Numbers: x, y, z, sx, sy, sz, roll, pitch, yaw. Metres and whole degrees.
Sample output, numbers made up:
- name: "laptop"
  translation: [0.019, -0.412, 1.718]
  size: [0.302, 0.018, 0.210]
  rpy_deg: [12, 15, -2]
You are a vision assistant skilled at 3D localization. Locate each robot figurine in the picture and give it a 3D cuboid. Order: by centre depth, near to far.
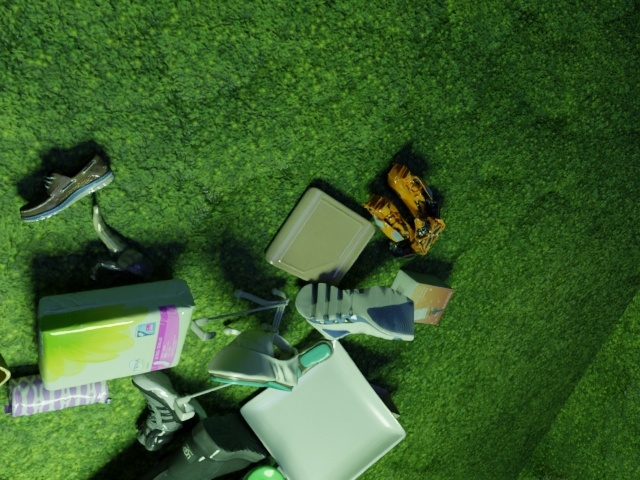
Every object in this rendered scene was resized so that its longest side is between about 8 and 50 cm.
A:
- name: "robot figurine"
  translation: [0.240, -0.066, 1.523]
  size: [0.211, 0.085, 0.291]
  rpy_deg: [-54, 133, -7]

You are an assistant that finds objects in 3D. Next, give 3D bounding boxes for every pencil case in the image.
- name: "pencil case"
  translation: [-0.570, 0.329, 1.229]
  size: [0.206, 0.086, 0.088]
  rpy_deg: [2, 143, -33]

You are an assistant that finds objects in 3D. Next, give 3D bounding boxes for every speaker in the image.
- name: "speaker"
  translation: [-0.177, 0.712, 1.588]
  size: [0.131, 0.131, 0.296]
  rpy_deg: [-19, 159, -24]

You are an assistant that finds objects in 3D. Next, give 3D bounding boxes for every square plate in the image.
- name: "square plate"
  translation: [0.009, 0.516, 1.596]
  size: [0.344, 0.347, 0.049]
  rpy_deg: [-35, 171, -17]

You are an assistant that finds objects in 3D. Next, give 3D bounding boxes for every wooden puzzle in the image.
- name: "wooden puzzle"
  translation: [0.000, 0.000, 1.444]
  size: [0.239, 0.044, 0.220]
  rpy_deg: [30, 97, -36]

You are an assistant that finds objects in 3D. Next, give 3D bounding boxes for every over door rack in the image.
- name: "over door rack"
  translation: [-0.222, 0.251, 1.360]
  size: [0.324, 0.108, 0.239]
  rpy_deg: [-16, 128, -56]

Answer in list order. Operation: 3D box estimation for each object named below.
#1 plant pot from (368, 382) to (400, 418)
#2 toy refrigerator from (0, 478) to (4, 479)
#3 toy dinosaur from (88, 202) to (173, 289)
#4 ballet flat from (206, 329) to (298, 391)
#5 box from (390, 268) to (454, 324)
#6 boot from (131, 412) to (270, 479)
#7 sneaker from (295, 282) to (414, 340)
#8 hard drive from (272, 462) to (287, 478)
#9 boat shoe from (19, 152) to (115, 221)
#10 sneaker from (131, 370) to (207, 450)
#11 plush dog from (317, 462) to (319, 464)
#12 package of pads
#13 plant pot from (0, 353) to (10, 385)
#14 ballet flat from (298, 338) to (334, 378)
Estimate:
- name: "plant pot"
  translation: [0.175, 0.546, 1.831]
  size: [0.096, 0.109, 0.109]
  rpy_deg: [-47, 132, 14]
- name: "toy refrigerator"
  translation: [-0.788, 0.550, 1.199]
  size: [0.102, 0.094, 0.269]
  rpy_deg: [-43, 131, -6]
- name: "toy dinosaur"
  translation: [-0.420, 0.050, 1.179]
  size: [0.118, 0.064, 0.268]
  rpy_deg: [-51, 132, -18]
- name: "ballet flat"
  translation: [-0.141, 0.269, 1.287]
  size: [0.139, 0.139, 0.400]
  rpy_deg: [-47, 157, -2]
- name: "box"
  translation: [0.297, 0.172, 1.700]
  size: [0.171, 0.091, 0.130]
  rpy_deg: [12, 108, -37]
- name: "boot"
  translation: [-0.380, 0.650, 1.482]
  size: [0.445, 0.146, 0.367]
  rpy_deg: [-42, 149, 1]
- name: "sneaker"
  translation: [0.091, 0.200, 1.515]
  size: [0.316, 0.127, 0.182]
  rpy_deg: [9, 157, 2]
- name: "hard drive"
  translation: [-0.086, 0.722, 1.807]
  size: [0.094, 0.022, 0.135]
  rpy_deg: [-52, 131, 2]
- name: "boat shoe"
  translation: [-0.484, -0.103, 1.053]
  size: [0.183, 0.066, 0.066]
  rpy_deg: [-37, 126, -23]
- name: "sneaker"
  translation: [-0.402, 0.421, 1.372]
  size: [0.153, 0.101, 0.268]
  rpy_deg: [-43, 133, -9]
- name: "plush dog"
  translation: [0.041, 0.541, 1.698]
  size: [0.263, 0.211, 0.225]
  rpy_deg: [17, 82, -38]
- name: "package of pads"
  translation: [-0.434, 0.199, 1.190]
  size: [0.297, 0.101, 0.229]
  rpy_deg: [-5, 139, -30]
- name: "plant pot"
  translation: [-0.716, 0.206, 0.988]
  size: [0.212, 0.187, 0.212]
  rpy_deg: [-43, 130, -6]
- name: "ballet flat"
  translation: [-0.056, 0.341, 1.575]
  size: [0.213, 0.068, 0.072]
  rpy_deg: [-28, 90, 6]
